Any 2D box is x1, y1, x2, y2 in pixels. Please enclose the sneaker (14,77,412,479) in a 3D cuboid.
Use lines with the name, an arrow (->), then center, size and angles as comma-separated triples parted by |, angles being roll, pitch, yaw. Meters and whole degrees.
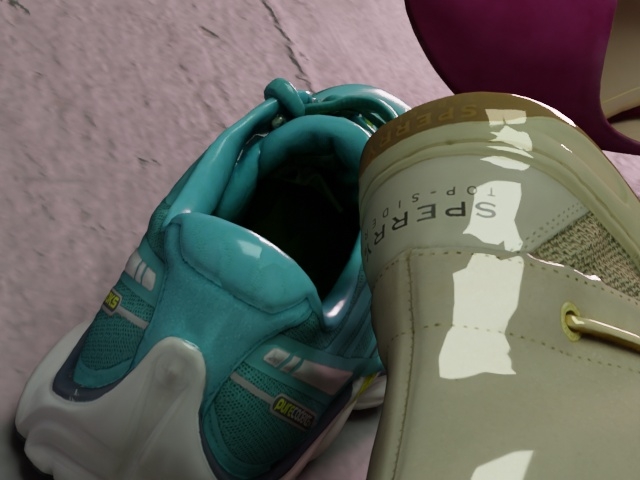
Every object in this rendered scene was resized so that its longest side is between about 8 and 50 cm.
sneaker -> 0.000, 0.000, 0.639 | 0.107, 0.110, 0.275 | 29, 25, 3

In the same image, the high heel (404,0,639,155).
high heel -> 0.217, -0.084, 0.935 | 0.377, 0.127, 0.181 | 7, 7, -41

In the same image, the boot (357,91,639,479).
boot -> 0.093, 0.108, 0.542 | 0.262, 0.095, 0.203 | 46, 36, -33
